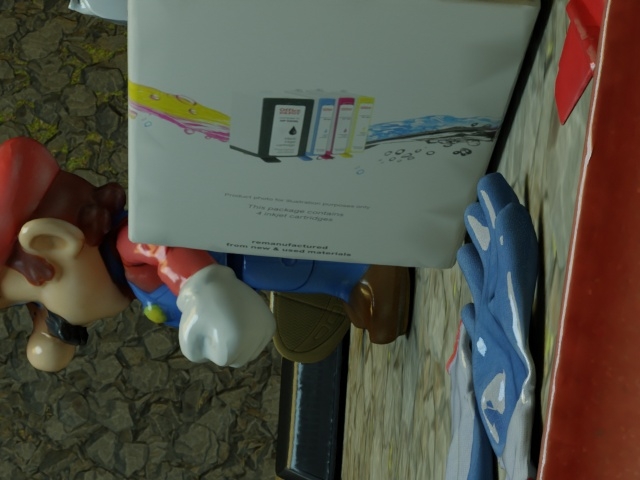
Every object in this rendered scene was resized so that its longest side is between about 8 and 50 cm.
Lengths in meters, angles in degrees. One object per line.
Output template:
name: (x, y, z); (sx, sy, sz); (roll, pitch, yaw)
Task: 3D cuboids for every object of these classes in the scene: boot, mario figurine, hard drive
boot: (0.000, 0.000, 1.517); (0.165, 0.077, 0.213); (139, 140, -85)
mario figurine: (-0.106, 0.040, 1.154); (0.198, 0.320, 0.170); (98, 176, -57)
hard drive: (-0.012, 0.157, 1.718); (0.255, 0.054, 0.172); (126, 148, -84)

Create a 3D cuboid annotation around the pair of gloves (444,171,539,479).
pair of gloves: (0.064, 0.078, 0.728); (0.198, 0.023, 0.159); (99, 174, -52)

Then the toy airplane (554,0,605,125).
toy airplane: (0.084, -0.038, 0.457); (0.151, 0.028, 0.151); (-175, 90, -86)

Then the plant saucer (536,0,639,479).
plant saucer: (0.076, 0.082, 0.278); (0.258, 0.047, 0.259); (-94, 10, -71)

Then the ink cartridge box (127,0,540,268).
ink cartridge box: (-0.001, -0.118, 0.813); (0.233, 0.168, 0.171); (101, 173, -61)

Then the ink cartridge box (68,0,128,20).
ink cartridge box: (-0.044, -0.204, 1.220); (0.307, 0.223, 0.129); (-114, 29, -83)
